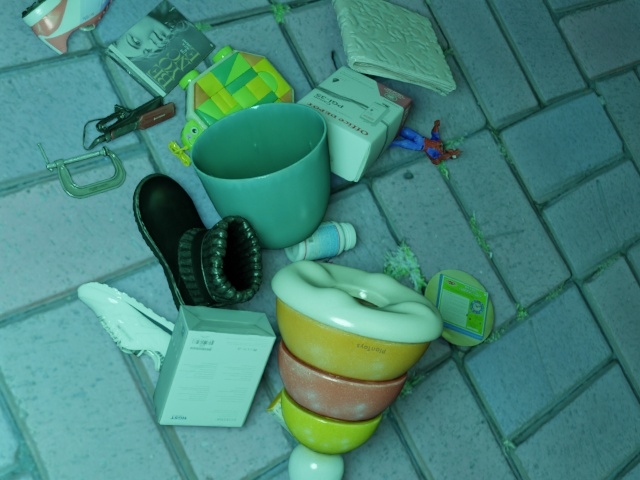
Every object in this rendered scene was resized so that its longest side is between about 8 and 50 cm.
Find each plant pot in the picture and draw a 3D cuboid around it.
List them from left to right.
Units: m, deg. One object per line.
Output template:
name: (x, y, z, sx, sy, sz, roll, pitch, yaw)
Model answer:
plant pot: (-0.107, -0.124, 1.679, 0.293, 0.293, 0.235, -45, 137, -32)

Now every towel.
towel: (0.187, -0.533, 2.059, 0.317, 0.053, 0.332, 12, 45, -25)

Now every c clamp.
c clamp: (-0.500, -0.159, 1.636, 0.161, 0.022, 0.137, -15, 80, -31)

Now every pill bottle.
pill bottle: (0.000, 0.000, 1.811, 0.160, 0.087, 0.087, -9, 77, -30)

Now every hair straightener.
hair straightener: (-0.433, -0.261, 1.697, 0.089, 0.047, 0.230, 32, 53, 28)

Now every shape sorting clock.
shape sorting clock: (0.353, 0.172, 1.968, 0.206, 0.040, 0.206, 9, 68, -22)

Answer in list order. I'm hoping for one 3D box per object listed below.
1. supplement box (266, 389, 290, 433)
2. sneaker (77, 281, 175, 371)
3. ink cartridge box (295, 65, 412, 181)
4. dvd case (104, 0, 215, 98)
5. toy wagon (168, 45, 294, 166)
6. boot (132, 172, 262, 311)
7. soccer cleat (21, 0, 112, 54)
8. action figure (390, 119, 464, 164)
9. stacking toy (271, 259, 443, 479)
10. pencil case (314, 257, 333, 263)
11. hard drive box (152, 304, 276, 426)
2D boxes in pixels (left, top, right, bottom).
supplement box: (-0.061, 0.377, 1.677, 0.098, 0.036, 0.062, 45, 59, -8)
sneaker: (-0.391, 0.169, 1.548, 0.235, 0.090, 0.095, 34, 70, -13)
ink cartridge box: (0.070, -0.285, 1.847, 0.207, 0.117, 0.283, 28, 39, 10)
dvd case: (-0.372, -0.449, 1.809, 0.164, 0.018, 0.221, 42, 59, -9)
toy wagon: (-0.210, -0.297, 1.813, 0.267, 0.068, 0.344, 48, 58, -5)
boot: (-0.250, -0.014, 1.578, 0.131, 0.260, 0.348, -24, 85, -32)
soccer cleat: (-0.519, -0.540, 1.725, 0.116, 0.109, 0.318, 55, 53, -25)
action figure: (0.267, -0.273, 2.026, 0.280, 0.139, 0.091, 16, 67, -26)
stacking toy: (0.021, 0.306, 1.561, 0.351, 0.350, 0.479, 10, 103, -25)
pencil case: (-0.003, 0.158, 1.751, 0.104, 0.104, 0.236, 3, 73, -27)
hard drive box: (-0.214, 0.253, 1.525, 0.181, 0.232, 0.089, 9, 26, -26)
